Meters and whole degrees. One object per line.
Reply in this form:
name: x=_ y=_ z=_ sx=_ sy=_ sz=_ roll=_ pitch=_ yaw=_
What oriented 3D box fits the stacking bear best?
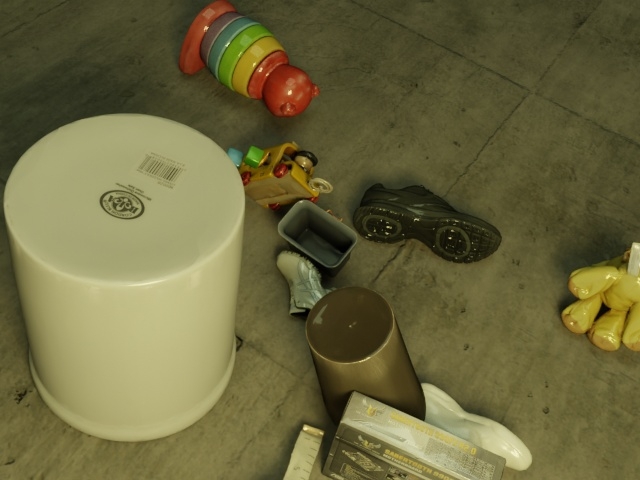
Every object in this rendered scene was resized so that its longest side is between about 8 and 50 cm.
stacking bear: x=-0.138 y=-0.369 z=1.685 sx=0.289 sy=0.164 sz=0.175 roll=39 pitch=54 yaw=15

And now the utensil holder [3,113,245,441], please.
utensil holder: x=-0.274 y=0.060 z=1.141 sx=0.327 sy=0.386 sz=0.328 roll=5 pitch=50 yaw=-6

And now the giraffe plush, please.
giraffe plush: x=0.555 y=0.085 z=1.448 sx=0.181 sy=0.210 sz=0.170 roll=29 pitch=22 yaw=17

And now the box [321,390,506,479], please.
box: x=0.126 y=0.325 z=1.132 sx=0.230 sy=0.183 sz=0.056 roll=22 pitch=50 yaw=8

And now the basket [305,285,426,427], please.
basket: x=0.063 y=0.184 z=1.181 sx=0.154 sy=0.227 sz=0.204 roll=-31 pitch=53 yaw=-10

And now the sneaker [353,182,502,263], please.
sneaker: x=0.211 y=-0.048 z=1.517 sx=0.286 sy=0.109 sz=0.130 roll=17 pitch=43 yaw=0

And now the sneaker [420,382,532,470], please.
sneaker: x=0.222 y=0.316 z=1.238 sx=0.212 sy=0.080 sz=0.094 roll=27 pitch=58 yaw=23

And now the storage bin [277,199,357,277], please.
storage bin: x=0.000 y=0.000 z=1.429 sx=0.135 sy=0.091 sz=0.098 roll=35 pitch=72 yaw=16

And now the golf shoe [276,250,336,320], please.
golf shoe: x=-0.031 y=0.091 z=1.376 sx=0.086 sy=0.069 sz=0.176 roll=-34 pitch=63 yaw=-26

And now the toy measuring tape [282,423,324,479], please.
toy measuring tape: x=-0.054 y=0.401 z=1.111 sx=0.121 sy=0.122 sz=0.330 roll=17 pitch=27 yaw=3

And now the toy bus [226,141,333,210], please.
toy bus: x=-0.064 y=-0.129 z=1.459 sx=0.202 sy=0.191 sz=0.104 roll=18 pitch=65 yaw=5
